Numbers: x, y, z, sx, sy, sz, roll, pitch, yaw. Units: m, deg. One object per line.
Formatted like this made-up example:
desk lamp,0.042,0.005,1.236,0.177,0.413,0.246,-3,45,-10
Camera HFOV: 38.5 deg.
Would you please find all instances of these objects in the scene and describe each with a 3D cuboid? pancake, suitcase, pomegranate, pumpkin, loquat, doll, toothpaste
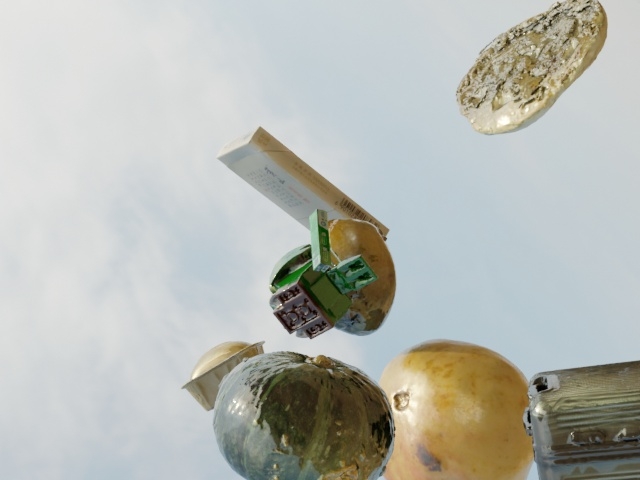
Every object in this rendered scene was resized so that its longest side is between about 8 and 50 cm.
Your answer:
pancake,0.320,-0.271,1.403,0.049,0.282,0.282,41,-152,-24
suitcase,0.397,0.214,1.070,0.202,0.312,0.128,-17,-81,-78
pomegranate,0.268,0.343,1.699,0.342,0.342,0.342,36,-150,-25
pumpkin,-0.016,0.190,0.941,0.190,0.190,0.146,-16,-72,-61
loquat,0.061,0.069,1.733,0.179,0.179,0.227,10,-111,-51
doll,-0.007,0.054,1.217,0.106,0.134,0.186,50,180,-15
toothpaste,0.000,0.000,1.139,0.017,0.020,0.083,15,-129,-25

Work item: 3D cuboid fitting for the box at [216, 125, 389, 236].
box,-0.041,-0.101,1.986,0.365,0.205,0.051,37,-109,-18

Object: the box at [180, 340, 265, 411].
box,-0.177,0.248,1.737,0.111,0.177,0.111,55,-170,-15
